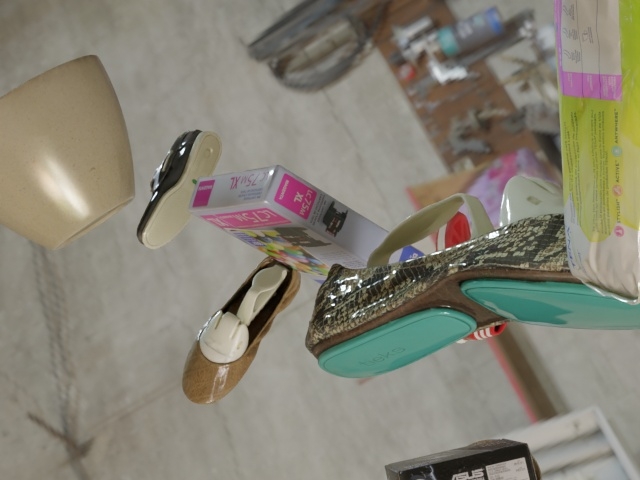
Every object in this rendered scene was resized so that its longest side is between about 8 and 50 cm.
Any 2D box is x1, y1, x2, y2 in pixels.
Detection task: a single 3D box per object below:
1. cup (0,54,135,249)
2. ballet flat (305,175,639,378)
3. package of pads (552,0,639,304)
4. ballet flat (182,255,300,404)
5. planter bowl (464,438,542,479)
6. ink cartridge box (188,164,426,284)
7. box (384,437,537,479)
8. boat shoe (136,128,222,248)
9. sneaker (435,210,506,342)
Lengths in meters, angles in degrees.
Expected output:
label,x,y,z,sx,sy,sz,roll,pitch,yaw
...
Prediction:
label,x,y,z,sx,sy,sz,roll,pitch,yaw
cup,-0.449,-0.126,2.008,0.237,0.331,0.331,55,-171,-3
ballet flat,0.170,0.027,1.260,0.164,0.483,0.182,25,-119,-39
package of pads,0.289,-0.115,0.882,0.101,0.229,0.296,-153,53,-65
ballet flat,-0.137,0.140,2.128,0.116,0.342,0.124,32,146,12
planter bowl,0.292,0.431,1.981,0.162,0.162,0.109,-111,4,-47
ink cartridge box,0.000,0.000,1.562,0.311,0.065,0.186,27,162,-32
box,0.189,0.327,1.606,0.147,0.180,0.077,114,144,-82
boat shoe,-0.254,-0.089,2.036,0.079,0.233,0.084,14,158,34
sneaker,0.266,0.055,1.945,0.087,0.128,0.221,-3,-95,-47
